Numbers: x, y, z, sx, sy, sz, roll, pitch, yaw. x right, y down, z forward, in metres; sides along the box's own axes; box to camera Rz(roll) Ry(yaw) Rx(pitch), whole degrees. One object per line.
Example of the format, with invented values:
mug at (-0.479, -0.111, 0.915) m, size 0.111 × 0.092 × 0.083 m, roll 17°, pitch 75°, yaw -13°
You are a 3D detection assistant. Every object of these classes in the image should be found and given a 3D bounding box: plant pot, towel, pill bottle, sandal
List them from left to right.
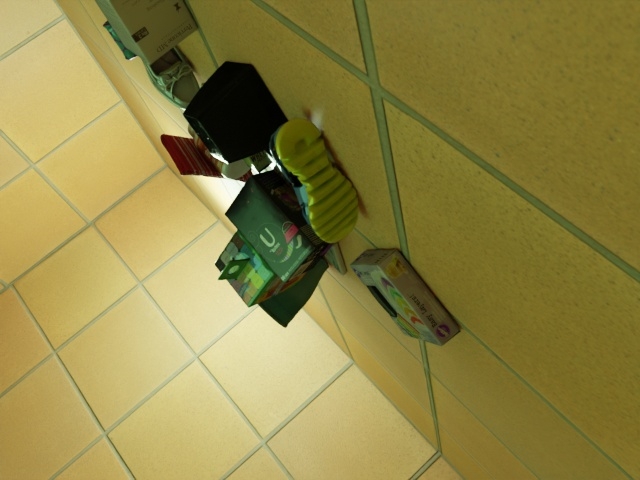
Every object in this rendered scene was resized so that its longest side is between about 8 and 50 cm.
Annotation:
towel at (-0.353, -0.256, 2.043) m, size 0.275 × 0.031 × 0.198 m, roll 3°, pitch -140°, yaw -44°
pill bottle at (-0.309, -0.295, 1.989) m, size 0.216 × 0.121 × 0.121 m, roll 44°, pitch 168°, yaw 23°
plant pot at (-0.201, -0.282, 1.492) m, size 0.187 × 0.167 × 0.188 m, roll 55°, pitch 167°, yaw -29°
plant pot at (-0.118, 0.111, 2.190) m, size 0.271 × 0.255 × 0.271 m, roll 47°, pitch 178°, yaw 2°
sandal at (-0.017, -0.135, 1.412) m, size 0.138 × 0.126 × 0.317 m, roll 39°, pitch 157°, yaw 57°

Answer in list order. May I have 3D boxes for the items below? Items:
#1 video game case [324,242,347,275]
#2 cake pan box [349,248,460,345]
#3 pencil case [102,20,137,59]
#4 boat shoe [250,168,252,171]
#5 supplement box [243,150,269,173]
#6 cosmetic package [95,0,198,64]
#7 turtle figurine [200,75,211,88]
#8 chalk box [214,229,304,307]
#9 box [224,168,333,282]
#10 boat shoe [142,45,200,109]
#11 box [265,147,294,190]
video game case at (0.000, 0.000, 2.014) m, size 0.193 × 0.023 × 0.212 m, roll 44°, pitch 169°, yaw 26°
cake pan box at (0.195, 0.132, 1.575) m, size 0.245 × 0.070 × 0.267 m, roll 53°, pitch 169°, yaw -7°
pencil case at (-0.698, -0.713, 2.286) m, size 0.070 × 0.064 × 0.151 m, roll 19°, pitch 151°, yaw 38°
boat shoe at (-0.280, -0.261, 2.178) m, size 0.133 × 0.049 × 0.042 m, roll 39°, pitch 157°, yaw 28°
supplement box at (-0.191, -0.249, 1.848) m, size 0.083 × 0.056 × 0.083 m, roll 36°, pitch 163°, yaw 51°
cosmetic package at (-0.412, -0.541, 1.498) m, size 0.151 × 0.151 × 0.183 m, roll 40°, pitch 166°, yaw 41°
turtle figurine at (-0.278, -0.345, 1.743) m, size 0.175 × 0.118 × 0.234 m, roll 48°, pitch 175°, yaw 11°
chalk box at (-0.174, 0.062, 1.916) m, size 0.179 × 0.289 × 0.180 m, roll 49°, pitch 129°, yaw 13°
box at (-0.106, -0.045, 1.795) m, size 0.270 × 0.143 × 0.165 m, roll 48°, pitch 126°, yaw 12°
boat shoe at (-0.447, -0.514, 1.831) m, size 0.320 × 0.118 × 0.103 m, roll 60°, pitch 171°, yaw -16°
box at (-0.092, -0.185, 1.743) m, size 0.137 × 0.027 × 0.094 m, roll 46°, pitch 169°, yaw 18°
